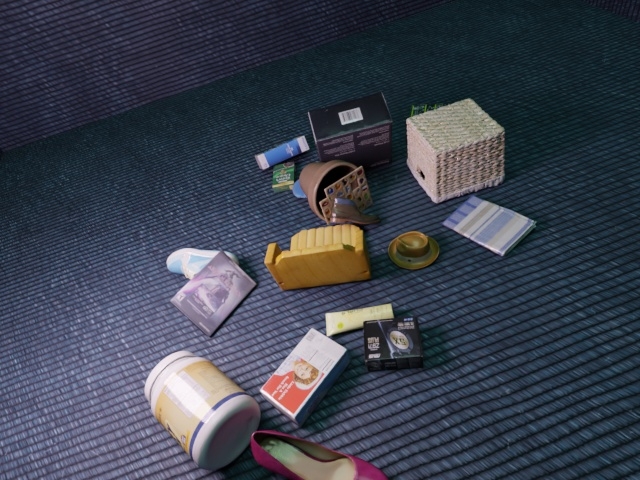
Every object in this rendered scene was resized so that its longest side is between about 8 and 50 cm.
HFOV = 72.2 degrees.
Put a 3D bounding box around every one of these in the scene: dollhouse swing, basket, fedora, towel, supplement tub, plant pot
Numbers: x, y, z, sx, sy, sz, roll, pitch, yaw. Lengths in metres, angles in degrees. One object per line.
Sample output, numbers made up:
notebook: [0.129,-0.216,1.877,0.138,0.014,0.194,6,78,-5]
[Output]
dollhouse swing: [0.000,0.000,1.673,0.346,0.315,0.305,-8,56,10]
basket: [0.572,-0.389,1.878,0.331,0.266,0.328,-17,44,-3]
fedora: [0.353,0.020,1.677,0.194,0.079,0.194,-9,45,9]
towel: [0.650,-0.062,1.703,0.209,0.034,0.285,-39,47,-18]
supplement tub: [-0.360,0.496,1.321,0.316,0.228,0.228,26,59,35]
plant pot: [0.025,-0.238,1.914,0.263,0.263,0.229,-34,37,-16]

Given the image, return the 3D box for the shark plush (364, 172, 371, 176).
shark plush: [0.155,-0.304,2.066,0.161,0.073,0.067,-24,15,-1]

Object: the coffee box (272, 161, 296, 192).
coffee box: [-0.178,-0.316,2.179,0.113,0.040,0.184,-9,45,8]

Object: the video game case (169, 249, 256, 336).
video game case: [-0.401,0.197,1.670,0.274,0.196,0.026,-49,11,-28]

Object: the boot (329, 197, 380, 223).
boot: [0.148,-0.121,1.814,0.219,0.106,0.082,0,5,-15]

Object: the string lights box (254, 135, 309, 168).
string lights box: [-0.199,-0.451,2.257,0.259,0.077,0.133,-26,17,-9]

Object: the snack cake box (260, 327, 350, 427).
snack cake box: [-0.043,0.429,1.393,0.152,0.089,0.264,26,59,32]

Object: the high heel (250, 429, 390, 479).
high heel: [-0.006,0.595,1.156,0.377,0.181,0.127,1,48,18]

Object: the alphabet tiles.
alphabet tiles: [0.108,-0.173,1.850,0.237,0.198,0.009,-34,38,-16]

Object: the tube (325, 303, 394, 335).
tube: [0.135,0.271,1.518,0.240,0.062,0.070,-13,4,11]

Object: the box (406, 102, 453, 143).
box: [0.555,-0.595,2.222,0.216,0.060,0.270,1,47,18]

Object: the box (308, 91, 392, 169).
box: [0.144,-0.469,2.017,0.343,0.312,0.179,-14,64,2]

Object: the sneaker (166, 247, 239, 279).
sneaker: [-0.507,0.143,1.777,0.318,0.127,0.208,-2,46,15]

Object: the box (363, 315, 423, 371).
box: [0.232,0.332,1.414,0.180,0.078,0.147,-7,46,10]

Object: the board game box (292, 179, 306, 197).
board game box: [-0.046,-0.237,2.071,0.168,0.033,0.133,8,51,10]
